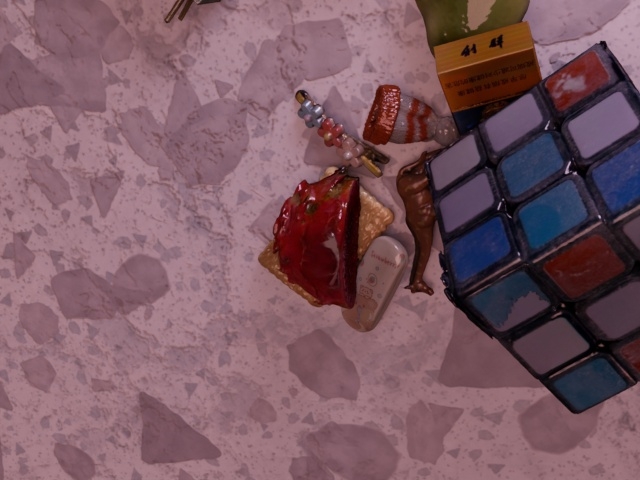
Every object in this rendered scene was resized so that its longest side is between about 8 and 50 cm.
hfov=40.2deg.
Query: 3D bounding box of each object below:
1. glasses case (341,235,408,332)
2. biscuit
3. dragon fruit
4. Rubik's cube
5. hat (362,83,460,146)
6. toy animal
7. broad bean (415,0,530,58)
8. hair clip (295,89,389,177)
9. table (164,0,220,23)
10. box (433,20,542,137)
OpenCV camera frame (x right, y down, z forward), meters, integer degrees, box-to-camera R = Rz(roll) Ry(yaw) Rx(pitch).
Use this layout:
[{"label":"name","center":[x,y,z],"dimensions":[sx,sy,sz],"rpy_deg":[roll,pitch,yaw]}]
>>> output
[{"label":"glasses case","center":[0.099,0.083,1.619],"dimensions":[0.081,0.051,0.204],"rpy_deg":[40,123,28]},{"label":"biscuit","center":[0.009,-0.004,1.638],"dimensions":[0.160,0.030,0.250],"rpy_deg":[38,111,-1]},{"label":"dragon fruit","center":[0.000,0.000,1.551],"dimensions":[0.162,0.189,0.262],"rpy_deg":[1,102,-13]},{"label":"Rubik's cube","center":[0.406,-0.012,1.319],"dimensions":[0.358,0.362,0.363],"rpy_deg":[-37,122,21]},{"label":"hat","center":[0.165,-0.202,1.522],"dimensions":[0.162,0.094,0.112],"rpy_deg":[11,121,-10]},{"label":"toy animal","center":[0.196,-0.029,1.568],"dimensions":[0.229,0.066,0.224],"rpy_deg":[-35,92,32]},{"label":"broad bean","center":[0.237,-0.398,1.383],"dimensions":[0.189,0.121,0.263],"rpy_deg":[4,125,19]},{"label":"hair clip","center":[0.029,-0.186,1.564],"dimensions":[0.214,0.056,0.062],"rpy_deg":[37,144,-1]},{"label":"table","center":[-0.284,-0.486,1.504],"dimensions":[0.111,0.121,0.240],"rpy_deg":[-42,94,20]},{"label":"box","center":[0.285,-0.231,1.412],"dimensions":[0.152,0.070,0.237],"rpy_deg":[-13,146,17]}]
